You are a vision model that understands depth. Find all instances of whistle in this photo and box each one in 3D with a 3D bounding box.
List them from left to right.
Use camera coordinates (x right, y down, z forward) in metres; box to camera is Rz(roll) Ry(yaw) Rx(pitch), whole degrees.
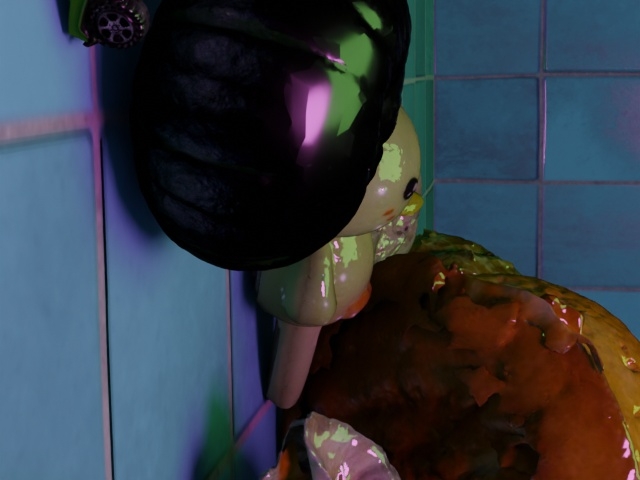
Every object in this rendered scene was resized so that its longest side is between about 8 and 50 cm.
[{"bbox_3d":[0.010,-0.002,0.869,0.141,0.141,0.294,-75,164,-55],"label":"whistle"}]

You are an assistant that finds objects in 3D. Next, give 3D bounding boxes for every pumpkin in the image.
[{"bbox_3d":[-0.029,-0.081,0.622,0.202,0.140,0.202,16,90,-86],"label":"pumpkin"}]

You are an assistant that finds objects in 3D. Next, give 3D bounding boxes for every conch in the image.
[{"bbox_3d":[0.000,0.219,0.772,0.178,0.163,0.245,-48,138,-42],"label":"conch"}]

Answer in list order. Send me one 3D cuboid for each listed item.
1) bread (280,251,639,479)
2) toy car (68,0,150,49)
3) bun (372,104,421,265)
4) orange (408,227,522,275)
[{"bbox_3d":[0.128,0.183,0.937,0.204,0.337,0.358,-11,114,-45],"label":"bread"},{"bbox_3d":[-0.076,-0.157,0.487,0.165,0.062,0.071,-57,-168,43],"label":"toy car"},{"bbox_3d":[0.033,-0.047,1.046,0.237,0.116,0.210,-77,164,-55],"label":"bun"},{"bbox_3d":[0.128,0.137,1.270,0.300,0.223,0.301,-173,-104,-67],"label":"orange"}]
